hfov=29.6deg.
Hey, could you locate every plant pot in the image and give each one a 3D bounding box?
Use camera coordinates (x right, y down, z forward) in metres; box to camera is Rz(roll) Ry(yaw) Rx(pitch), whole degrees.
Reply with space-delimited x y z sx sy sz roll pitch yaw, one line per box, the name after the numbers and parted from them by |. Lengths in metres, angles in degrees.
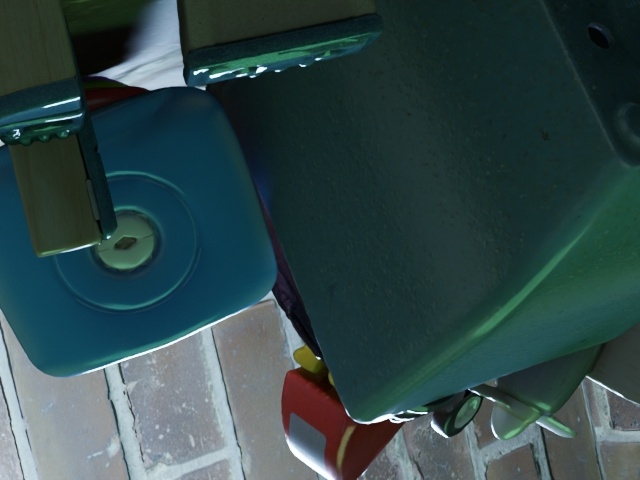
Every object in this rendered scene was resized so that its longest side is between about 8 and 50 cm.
0.128 -0.068 0.737 0.248 0.247 0.252 -14 163 -32 | plant pot

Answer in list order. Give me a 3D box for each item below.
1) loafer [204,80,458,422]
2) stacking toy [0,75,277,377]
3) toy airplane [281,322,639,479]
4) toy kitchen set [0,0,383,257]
0.000 0.000 0.867 0.109 0.302 0.095 -14 157 -37 | loafer
-0.155 -0.055 0.862 0.175 0.165 0.302 -21 -154 -6 | stacking toy
0.074 -0.002 1.004 0.386 0.384 0.272 -20 172 36 | toy airplane
-0.071 -0.068 0.576 0.166 0.122 0.207 -13 -178 -10 | toy kitchen set
